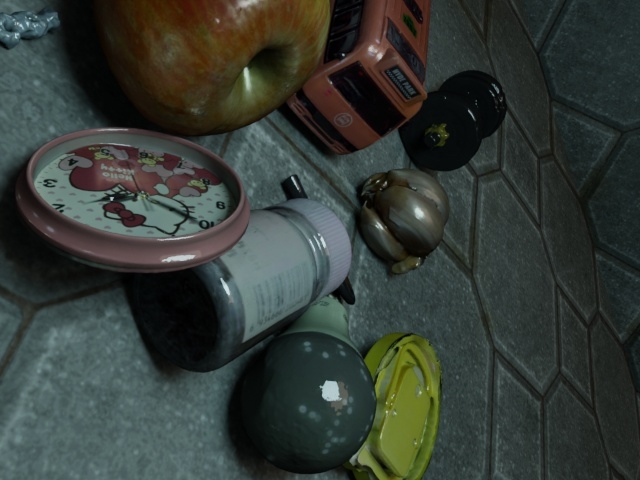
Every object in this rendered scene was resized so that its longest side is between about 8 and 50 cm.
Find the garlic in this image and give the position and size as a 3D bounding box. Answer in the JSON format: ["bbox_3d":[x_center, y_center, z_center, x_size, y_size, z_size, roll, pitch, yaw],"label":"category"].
[{"bbox_3d":[0.176,-0.063,1.150,0.191,0.160,0.214,59,42,-27],"label":"garlic"}]

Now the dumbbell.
[{"bbox_3d":[0.326,-0.293,1.409,0.388,0.185,0.185,-42,111,-50],"label":"dumbbell"}]

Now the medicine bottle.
[{"bbox_3d":[-0.089,0.044,0.762,0.273,0.165,0.165,-26,98,-54],"label":"medicine bottle"}]

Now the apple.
[{"bbox_3d":[-0.139,-0.289,0.730,0.301,0.301,0.302,23,60,-46],"label":"apple"}]

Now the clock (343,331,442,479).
[{"bbox_3d":[0.123,0.302,1.018,0.293,0.071,0.277,-54,131,-37],"label":"clock"}]

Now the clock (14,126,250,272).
[{"bbox_3d":[-0.196,-0.048,0.637,0.244,0.056,0.244,13,33,-9],"label":"clock"}]

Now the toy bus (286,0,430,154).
[{"bbox_3d":[0.081,-0.382,1.082,0.203,0.233,0.427,38,49,-39],"label":"toy bus"}]

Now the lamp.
[{"bbox_3d":[-0.004,0.162,0.820,0.182,0.181,0.314,45,41,-33],"label":"lamp"}]

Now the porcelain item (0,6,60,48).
[{"bbox_3d":[-0.334,-0.242,0.660,0.083,0.028,0.036,-47,117,-48],"label":"porcelain item"}]

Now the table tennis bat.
[{"bbox_3d":[0.000,0.000,0.968,0.236,0.027,0.150,64,6,4],"label":"table tennis bat"}]
